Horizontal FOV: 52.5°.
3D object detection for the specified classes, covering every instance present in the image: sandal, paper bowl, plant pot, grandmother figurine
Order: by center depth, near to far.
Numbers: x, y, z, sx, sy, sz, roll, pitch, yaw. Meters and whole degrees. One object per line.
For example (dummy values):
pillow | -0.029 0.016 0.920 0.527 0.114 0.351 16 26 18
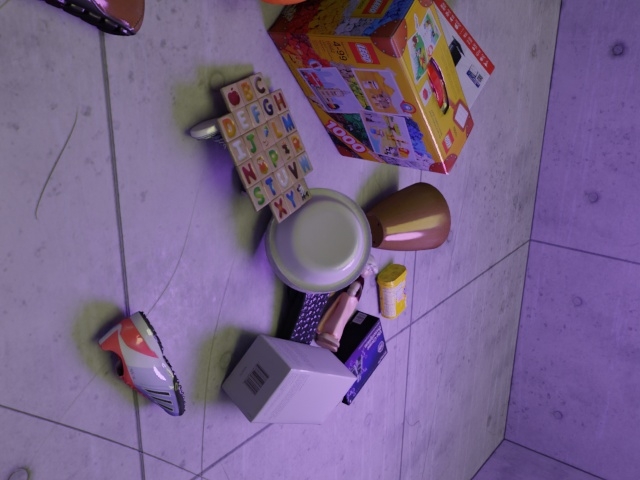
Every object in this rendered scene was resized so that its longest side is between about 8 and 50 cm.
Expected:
paper bowl | 0.000 0.000 1.739 0.284 0.148 0.284 2 84 -15
sandal | -0.042 0.135 1.921 0.167 0.107 0.446 5 111 -56
grandmother figurine | 0.092 0.183 2.112 0.342 0.104 0.208 -63 -177 -23
plant pot | 0.265 -0.058 2.177 0.254 0.237 0.237 -16 116 -36

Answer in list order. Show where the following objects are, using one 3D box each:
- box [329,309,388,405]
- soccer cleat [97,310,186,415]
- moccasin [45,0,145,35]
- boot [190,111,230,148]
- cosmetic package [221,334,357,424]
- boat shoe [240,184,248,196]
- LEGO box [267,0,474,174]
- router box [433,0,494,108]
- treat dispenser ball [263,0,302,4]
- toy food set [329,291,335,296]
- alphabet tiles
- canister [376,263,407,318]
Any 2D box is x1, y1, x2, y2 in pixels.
box | 0.113 0.399 2.223 0.261 0.103 0.184 -47 140 -34
soccer cleat | -0.399 0.301 1.482 0.116 0.108 0.318 -28 131 -19
moccasin | -0.437 -0.473 1.082 0.380 0.139 0.147 11 92 -56
boot | -0.222 -0.247 1.528 0.190 0.069 0.086 -34 123 -44
cosmetic package | -0.079 0.409 1.863 0.197 0.155 0.365 -53 147 6
boat shoe | -0.121 -0.156 1.704 0.206 0.075 0.065 -15 118 -46
LEGO box | 0.151 -0.423 1.723 0.193 0.372 0.500 -61 143 -19
router box | 0.392 -0.577 2.134 0.335 0.082 0.301 42 67 -25
treat dispenser ball | -0.081 -0.654 1.380 0.288 0.288 0.288 -25 122 -48
toy food set | 0.030 0.141 2.075 0.083 0.020 0.082 -54 140 -27
alphabet tiles | -0.126 -0.228 1.583 0.285 0.011 0.342 -42 115 -51
canister | 0.265 0.188 2.379 0.126 0.073 0.170 -37 132 -41
